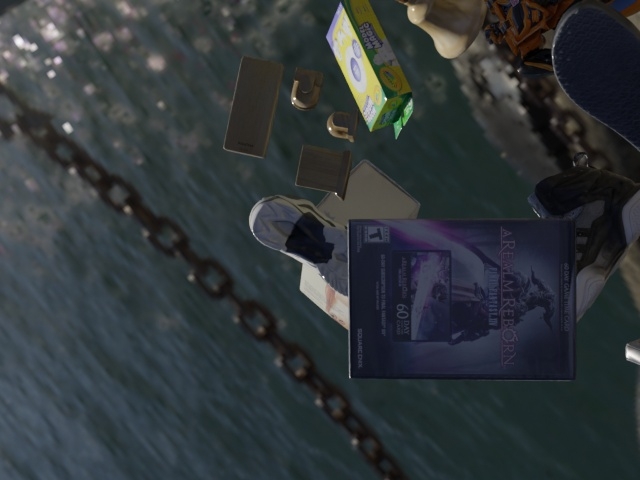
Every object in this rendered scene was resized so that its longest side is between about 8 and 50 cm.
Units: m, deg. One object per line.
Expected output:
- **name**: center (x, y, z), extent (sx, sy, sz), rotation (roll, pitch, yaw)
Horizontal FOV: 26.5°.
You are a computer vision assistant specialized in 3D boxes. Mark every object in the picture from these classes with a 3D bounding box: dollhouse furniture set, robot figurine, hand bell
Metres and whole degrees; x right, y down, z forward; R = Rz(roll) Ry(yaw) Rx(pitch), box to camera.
- **dollhouse furniture set**: center (-0.031, -0.136, 1.680), extent (0.151, 0.144, 0.123), rotation (12, 180, 3)
- **robot figurine**: center (0.329, -0.341, 1.731), extent (0.085, 0.291, 0.211), rotation (20, -139, -63)
- **hand bell**: center (0.116, -0.370, 2.035), extent (0.242, 0.126, 0.126), rotation (17, 166, -28)

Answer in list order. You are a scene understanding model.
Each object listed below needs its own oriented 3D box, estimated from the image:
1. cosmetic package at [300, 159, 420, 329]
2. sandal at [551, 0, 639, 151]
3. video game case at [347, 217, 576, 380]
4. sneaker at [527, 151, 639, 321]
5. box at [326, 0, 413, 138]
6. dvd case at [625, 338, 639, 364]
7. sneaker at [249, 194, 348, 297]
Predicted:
- **cosmetic package**: center (0.063, 0.014, 2.311), extent (0.129, 0.153, 0.296), rotation (39, 159, 15)
- **sandal**: center (0.325, -0.160, 1.433), extent (0.097, 0.054, 0.254), rotation (-29, 127, 28)
- **video game case**: center (0.170, 0.071, 1.646), extent (0.026, 0.274, 0.196), rotation (-17, -73, -81)
- **sneaker**: center (0.332, 0.006, 1.858), extent (0.153, 0.268, 0.101), rotation (34, 169, 13)
- **box**: center (0.069, -0.229, 1.842), extent (0.179, 0.043, 0.105), rotation (64, 161, 14)
- **dvd case**: center (0.561, 0.143, 1.835), extent (0.179, 0.238, 0.029), rotation (22, 121, 53)
- **sneaker**: center (0.000, 0.000, 2.019), extent (0.235, 0.094, 0.153), rotation (23, -168, -10)
